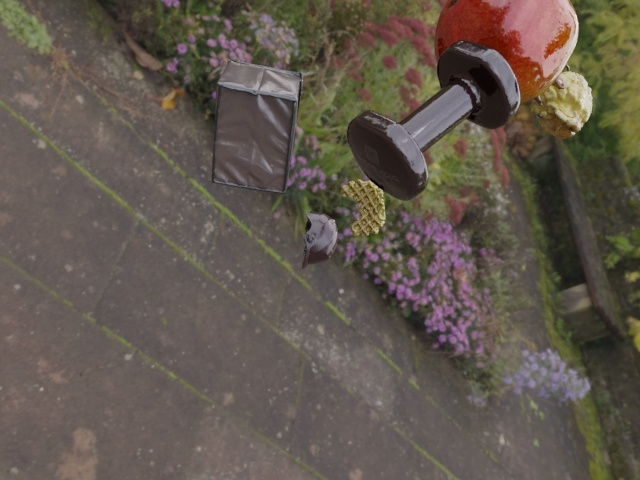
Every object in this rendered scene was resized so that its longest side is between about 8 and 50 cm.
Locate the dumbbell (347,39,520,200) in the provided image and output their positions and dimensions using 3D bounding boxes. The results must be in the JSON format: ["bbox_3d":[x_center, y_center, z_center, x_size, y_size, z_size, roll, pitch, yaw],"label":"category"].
[{"bbox_3d":[0.157,-0.168,0.857,0.140,0.225,0.124,36,-21,41],"label":"dumbbell"}]

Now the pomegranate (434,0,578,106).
[{"bbox_3d":[0.310,-0.319,0.994,0.256,0.221,0.221,26,46,-33],"label":"pomegranate"}]

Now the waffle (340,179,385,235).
[{"bbox_3d":[0.147,-0.113,2.109,0.051,0.149,0.194,-20,108,-80],"label":"waffle"}]

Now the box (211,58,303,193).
[{"bbox_3d":[-0.146,-0.255,1.410,0.188,0.252,0.153,9,31,-6],"label":"box"}]

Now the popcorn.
[{"bbox_3d":[0.621,-0.350,1.582,0.180,0.170,0.180,54,1,-1],"label":"popcorn"}]

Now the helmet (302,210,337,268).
[{"bbox_3d":[0.000,0.000,1.263,0.098,0.070,0.123,97,-4,-69],"label":"helmet"}]
